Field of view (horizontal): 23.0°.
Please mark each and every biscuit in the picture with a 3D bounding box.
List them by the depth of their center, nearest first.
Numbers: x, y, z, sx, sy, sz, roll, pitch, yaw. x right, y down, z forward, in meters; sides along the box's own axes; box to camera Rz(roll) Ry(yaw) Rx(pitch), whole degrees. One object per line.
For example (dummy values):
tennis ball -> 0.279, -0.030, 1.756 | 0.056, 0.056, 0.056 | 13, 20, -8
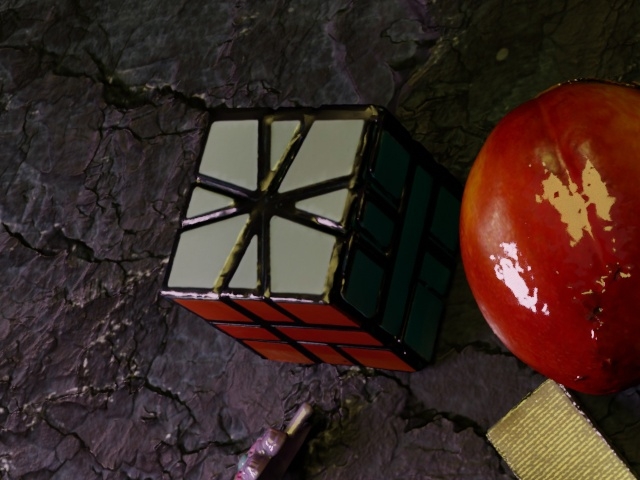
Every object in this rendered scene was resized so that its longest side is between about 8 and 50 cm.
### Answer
biscuit -> 0.303, 0.273, 1.938 | 0.121, 0.040, 0.199 | -43, 50, 10

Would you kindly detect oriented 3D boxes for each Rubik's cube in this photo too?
Rubik's cube -> 0.000, 0.000, 2.116 | 0.293, 0.283, 0.288 | 5, 69, 31

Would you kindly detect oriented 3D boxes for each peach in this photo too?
peach -> 0.334, -0.003, 1.865 | 0.370, 0.370, 0.370 | -15, 60, 27

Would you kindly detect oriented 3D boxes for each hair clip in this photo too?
hair clip -> -0.091, 0.341, 2.115 | 0.090, 0.137, 0.278 | 19, 76, 2
